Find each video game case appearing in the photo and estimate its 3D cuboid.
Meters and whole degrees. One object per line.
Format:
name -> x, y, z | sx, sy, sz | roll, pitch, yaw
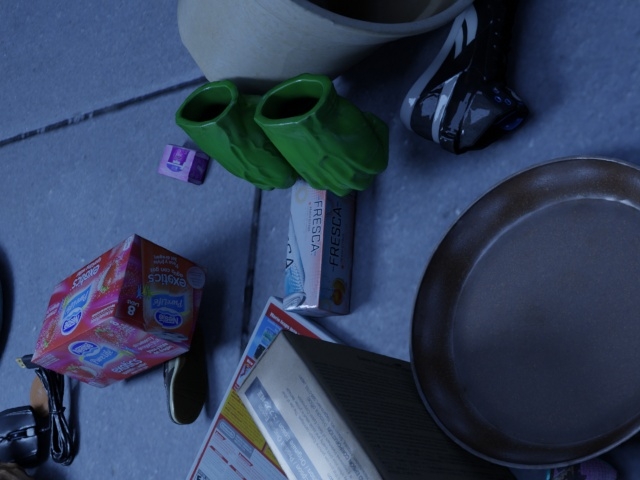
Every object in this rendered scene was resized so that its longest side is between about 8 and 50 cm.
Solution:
video game case -> -0.055, 0.237, 1.145 | 0.204, 0.025, 0.285 | 32, 100, 45

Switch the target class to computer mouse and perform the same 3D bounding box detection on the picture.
computer mouse -> -0.501, 0.283, 1.510 | 0.262, 0.060, 0.184 | -16, 77, 39

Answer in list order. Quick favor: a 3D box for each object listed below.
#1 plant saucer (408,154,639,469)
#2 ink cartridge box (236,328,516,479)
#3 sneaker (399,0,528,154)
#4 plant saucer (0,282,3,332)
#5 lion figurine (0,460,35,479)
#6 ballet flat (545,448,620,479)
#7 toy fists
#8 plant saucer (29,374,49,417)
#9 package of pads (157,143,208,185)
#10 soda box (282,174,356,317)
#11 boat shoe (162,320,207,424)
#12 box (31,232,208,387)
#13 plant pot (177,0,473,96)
plant saucer -> 0.223, 0.067, 0.889 | 0.310, 0.050, 0.310 | -22, 54, 33
ink cartridge box -> 0.060, 0.196, 0.899 | 0.088, 0.235, 0.193 | -54, 47, 16
sneaker -> 0.193, -0.190, 1.017 | 0.121, 0.079, 0.217 | 36, 99, 29
plant saucer -> -0.679, 0.163, 1.750 | 0.317, 0.044, 0.317 | -16, 67, 41
lion figurine -> -0.559, 0.423, 1.488 | 0.142, 0.240, 0.392 | -48, 13, -35
ballet flat -> 0.223, 0.301, 0.836 | 0.079, 0.077, 0.221 | 12, 85, 25
toy fists -> -0.039, -0.121, 1.083 | 0.279, 0.142, 0.096 | 5, 57, 44
plant saucer -> -0.453, 0.249, 1.528 | 0.083, 0.013, 0.083 | -15, 67, 39
package of pads -> -0.205, -0.115, 1.391 | 0.083, 0.032, 0.050 | 17, 91, 45
soda box -> 0.000, 0.000, 1.143 | 0.063, 0.058, 0.183 | -9, 71, 42
boat shoe -> -0.189, 0.182, 1.273 | 0.049, 0.056, 0.152 | -31, 47, 41
box -> -0.282, 0.105, 1.293 | 0.257, 0.123, 0.128 | -26, 46, 46
plant pot -> -0.021, -0.316, 1.076 | 0.305, 0.334, 0.334 | 142, 130, -62
